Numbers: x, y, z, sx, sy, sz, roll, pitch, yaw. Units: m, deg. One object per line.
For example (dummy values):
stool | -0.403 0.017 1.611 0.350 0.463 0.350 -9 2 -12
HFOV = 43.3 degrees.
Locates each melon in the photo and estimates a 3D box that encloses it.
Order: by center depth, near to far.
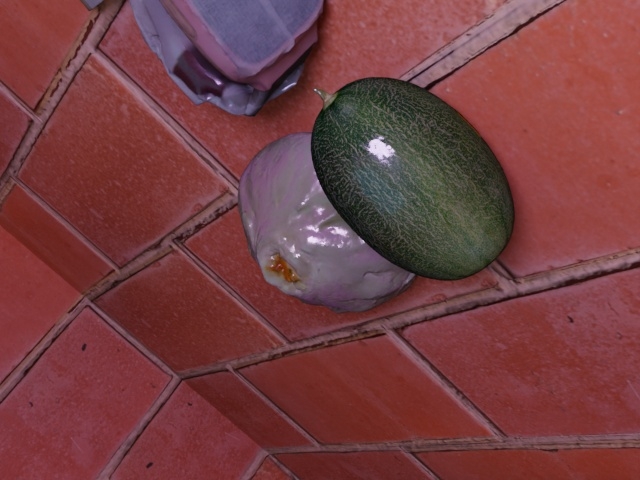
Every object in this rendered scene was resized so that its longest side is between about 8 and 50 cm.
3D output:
melon | 0.098 -0.075 0.914 0.287 0.182 0.182 44 149 -18

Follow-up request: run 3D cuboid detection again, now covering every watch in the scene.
watch | -0.124 -0.264 0.932 0.253 0.162 0.241 53 159 -23

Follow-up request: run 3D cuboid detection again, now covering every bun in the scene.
bun | 0.000 0.000 1.115 0.293 0.187 0.293 23 148 15

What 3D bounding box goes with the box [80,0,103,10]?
box | -0.325 -0.427 0.982 0.210 0.045 0.270 -11 126 51
